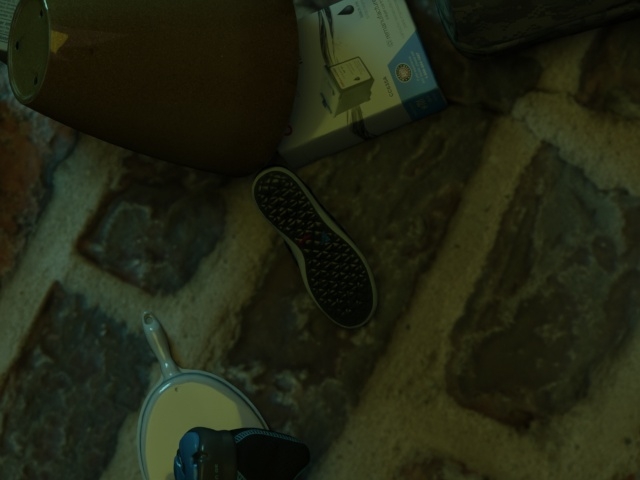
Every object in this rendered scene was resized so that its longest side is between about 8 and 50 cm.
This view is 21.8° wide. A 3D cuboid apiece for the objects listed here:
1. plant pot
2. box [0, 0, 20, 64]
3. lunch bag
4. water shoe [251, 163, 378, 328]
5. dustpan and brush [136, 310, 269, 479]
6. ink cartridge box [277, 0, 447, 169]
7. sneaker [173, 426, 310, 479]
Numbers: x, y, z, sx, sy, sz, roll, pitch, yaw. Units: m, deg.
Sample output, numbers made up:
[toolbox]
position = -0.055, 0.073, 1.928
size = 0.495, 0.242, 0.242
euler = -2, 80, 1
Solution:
[plant pot]
position = -0.189, -0.193, 1.741
size = 0.254, 0.237, 0.237
euler = 3, 78, -31
[box]
position = -0.266, -0.339, 1.897
size = 0.148, 0.121, 0.311
euler = 17, 84, 14
[lunch bag]
position = 0.248, -0.326, 1.704
size = 0.305, 0.256, 0.213
euler = -14, 89, 8
[water shoe]
position = 0.000, 0.000, 1.812
size = 0.073, 0.080, 0.203
euler = -30, 101, 9
[dustpan and brush]
position = -0.153, 0.172, 1.827
size = 0.147, 0.060, 0.211
euler = -23, 83, -5
[ink cartridge box]
position = 0.026, -0.182, 1.830
size = 0.190, 0.082, 0.140
euler = -22, 77, 6
[sneaker]
position = -0.076, 0.365, 1.734
size = 0.139, 0.125, 0.341
euler = 0, 95, -20
